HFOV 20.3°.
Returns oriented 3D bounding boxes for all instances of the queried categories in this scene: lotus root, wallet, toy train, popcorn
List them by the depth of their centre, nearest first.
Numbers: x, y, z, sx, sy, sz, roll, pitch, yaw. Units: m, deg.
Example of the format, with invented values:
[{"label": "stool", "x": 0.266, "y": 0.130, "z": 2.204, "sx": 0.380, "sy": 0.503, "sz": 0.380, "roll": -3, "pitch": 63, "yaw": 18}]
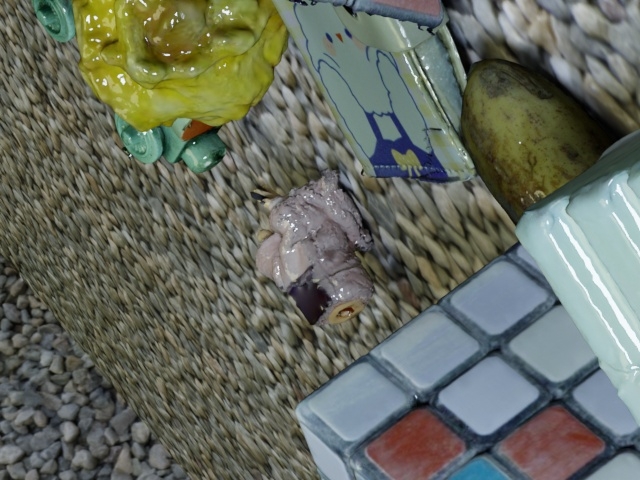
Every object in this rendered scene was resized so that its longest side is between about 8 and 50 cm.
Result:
[{"label": "lotus root", "x": 0.149, "y": -0.046, "z": 1.172, "sx": 0.179, "sy": 0.080, "sz": 0.089, "roll": 51, "pitch": 161, "yaw": 23}, {"label": "wallet", "x": 0.015, "y": -0.183, "z": 1.303, "sx": 0.310, "sy": 0.077, "sz": 0.223, "roll": 60, "pitch": 163, "yaw": -16}, {"label": "popcorn", "x": -0.111, "y": -0.183, "z": 1.477, "sx": 0.155, "sy": 0.197, "sz": 0.198, "roll": 25, "pitch": 143, "yaw": 57}, {"label": "toy train", "x": -0.172, "y": -0.204, "z": 1.730, "sx": 0.285, "sy": 0.116, "sz": 0.177, "roll": 55, "pitch": 150, "yaw": 10}]

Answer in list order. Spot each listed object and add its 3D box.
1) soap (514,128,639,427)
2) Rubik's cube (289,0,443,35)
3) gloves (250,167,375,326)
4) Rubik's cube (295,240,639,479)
[{"label": "soap", "x": 0.277, "y": 0.086, "z": 0.952, "sx": 0.347, "sy": 0.115, "sz": 0.208, "roll": 58, "pitch": 149, "yaw": -2}, {"label": "Rubik's cube", "x": -0.059, "y": -0.239, "z": 1.102, "sx": 0.229, "sy": 0.228, "sz": 0.233, "roll": 95, "pitch": 151, "yaw": -65}, {"label": "gloves", "x": -0.001, "y": 0.007, "z": 1.638, "sx": 0.110, "sy": 0.094, "sz": 0.144, "roll": -26, "pitch": 77, "yaw": 64}, {"label": "Rubik's cube", "x": 0.173, "y": 0.181, "z": 1.203, "sx": 0.253, "sy": 0.259, "sz": 0.256, "roll": 38, "pitch": 155, "yaw": 41}]
